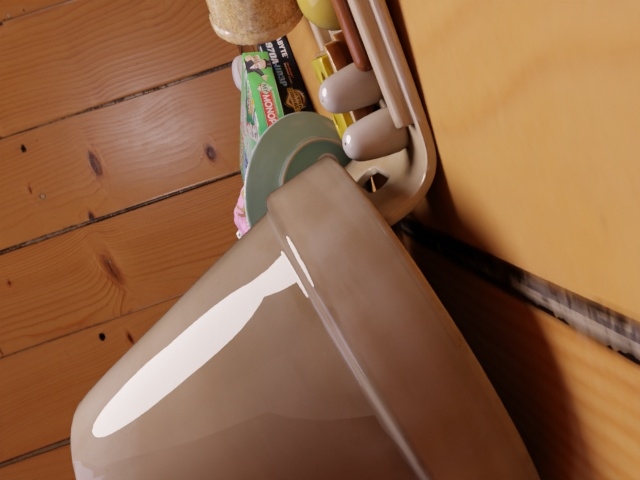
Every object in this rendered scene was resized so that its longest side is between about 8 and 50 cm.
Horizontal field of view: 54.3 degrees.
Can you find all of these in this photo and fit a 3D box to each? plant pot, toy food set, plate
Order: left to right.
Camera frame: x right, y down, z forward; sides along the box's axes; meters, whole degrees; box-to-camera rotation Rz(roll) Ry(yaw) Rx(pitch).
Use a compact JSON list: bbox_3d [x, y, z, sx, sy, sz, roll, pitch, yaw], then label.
[{"bbox_3d":[-0.028,0.139,0.518,0.323,0.280,0.323,58,-179,-1],"label":"plant pot"},{"bbox_3d":[-0.015,-0.172,0.520,0.220,0.092,0.306,-123,10,-74],"label":"toy food set"},{"bbox_3d":[0.000,-0.045,0.666,0.024,0.188,0.188,-1,113,48],"label":"plate"}]

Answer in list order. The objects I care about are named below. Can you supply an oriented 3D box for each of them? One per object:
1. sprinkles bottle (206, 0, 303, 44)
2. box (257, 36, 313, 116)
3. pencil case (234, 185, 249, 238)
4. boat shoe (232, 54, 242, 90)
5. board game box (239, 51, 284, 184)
[{"bbox_3d":[-0.100,-0.373,0.627,0.355,0.121,0.121,76,174,-55],"label":"sprinkles bottle"},{"bbox_3d":[-0.065,-0.268,1.149,0.220,0.051,0.175,95,156,-80],"label":"box"},{"bbox_3d":[0.013,0.100,0.773,0.167,0.160,0.386,-34,69,52],"label":"pencil case"},{"bbox_3d":[-0.170,-0.418,1.721,0.258,0.095,0.084,59,169,14],"label":"boat shoe"},{"bbox_3d":[-0.101,-0.138,1.097,0.317,0.046,0.213,105,154,-62],"label":"board game box"}]
